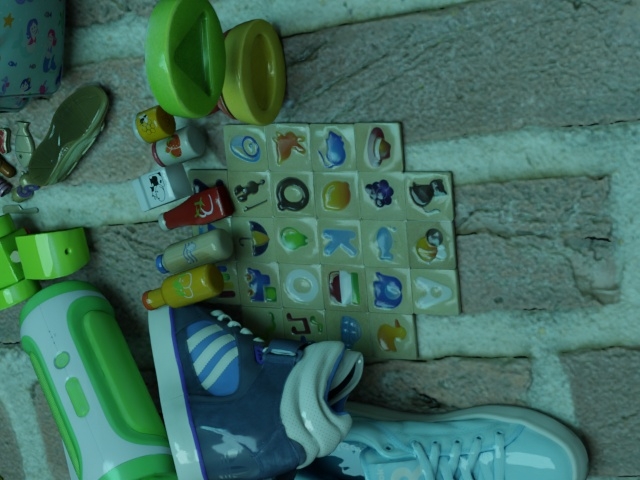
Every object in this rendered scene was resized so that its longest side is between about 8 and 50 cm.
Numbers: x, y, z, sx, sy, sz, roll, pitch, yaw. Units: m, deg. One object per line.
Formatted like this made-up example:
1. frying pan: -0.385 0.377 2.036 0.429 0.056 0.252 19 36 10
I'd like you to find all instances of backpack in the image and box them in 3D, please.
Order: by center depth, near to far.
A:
1. backpack: -0.416 -0.274 1.798 0.191 0.225 0.253 2 97 21

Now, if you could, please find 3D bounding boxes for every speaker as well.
1. speaker: -0.272 0.194 1.867 0.131 0.131 0.296 -49 53 29

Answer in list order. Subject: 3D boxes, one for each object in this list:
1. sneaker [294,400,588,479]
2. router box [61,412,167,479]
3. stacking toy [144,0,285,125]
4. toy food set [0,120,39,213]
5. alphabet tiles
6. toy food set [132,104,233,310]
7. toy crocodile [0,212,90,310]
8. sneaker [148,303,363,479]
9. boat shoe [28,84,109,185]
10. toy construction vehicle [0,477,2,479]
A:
1. sneaker: 0.118 0.270 1.756 0.366 0.150 0.135 -2 106 26
2. router box: -0.154 0.389 1.959 0.301 0.082 0.335 -5 103 26
3. stacking toy: -0.160 -0.265 1.651 0.130 0.279 0.308 0 102 24
4. toy food set: -0.401 -0.092 1.961 0.078 0.019 0.122 0 106 25
5. alphabet tiles: 0.000 0.000 1.807 0.343 0.011 0.285 2 106 25
6. toy food set: -0.181 -0.039 1.811 0.105 0.111 0.232 -19 92 30
7. toy crocodile: -0.448 0.043 1.989 0.341 0.105 0.115 -20 97 33
8. sneaker: -0.070 0.153 1.793 0.236 0.322 0.130 -13 125 -2
9. boat shoe: -0.306 -0.130 1.897 0.056 0.048 0.153 44 113 21
10. toy construction vehicle: -0.440 0.379 2.118 0.098 0.035 0.086 38 118 10
